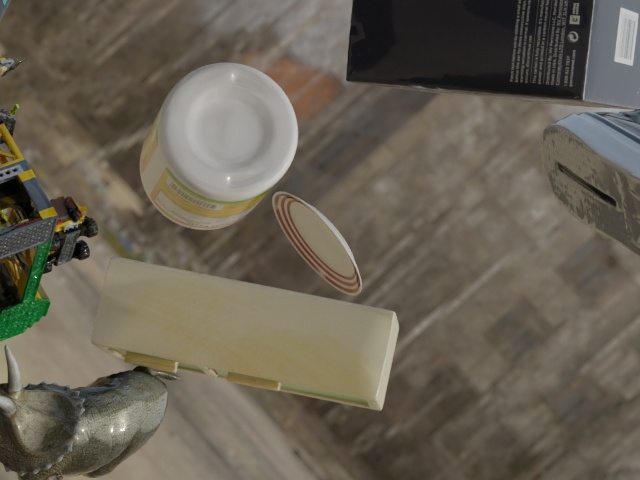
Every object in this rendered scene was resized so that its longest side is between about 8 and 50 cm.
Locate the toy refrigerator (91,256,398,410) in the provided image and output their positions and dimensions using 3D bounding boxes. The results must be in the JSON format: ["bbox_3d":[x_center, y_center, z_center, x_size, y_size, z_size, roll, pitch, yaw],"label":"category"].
[{"bbox_3d":[-0.068,0.092,1.625,0.270,0.094,0.102,11,-10,6],"label":"toy refrigerator"}]

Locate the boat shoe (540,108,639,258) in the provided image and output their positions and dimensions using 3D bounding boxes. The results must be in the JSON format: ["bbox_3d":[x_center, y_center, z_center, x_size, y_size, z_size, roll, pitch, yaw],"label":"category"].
[{"bbox_3d":[0.294,-0.029,1.302,0.335,0.119,0.121,48,-23,51],"label":"boat shoe"}]

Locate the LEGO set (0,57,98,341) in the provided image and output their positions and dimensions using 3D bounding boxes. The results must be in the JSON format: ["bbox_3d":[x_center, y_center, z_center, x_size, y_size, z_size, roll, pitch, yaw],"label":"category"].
[{"bbox_3d":[-0.361,-0.013,1.329,0.192,0.331,0.255,58,-22,19],"label":"LEGO set"}]

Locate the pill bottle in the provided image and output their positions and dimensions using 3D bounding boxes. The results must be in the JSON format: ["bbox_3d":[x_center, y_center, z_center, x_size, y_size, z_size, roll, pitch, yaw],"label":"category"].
[{"bbox_3d":[-0.112,-0.086,1.771,0.136,0.136,0.246,48,-16,-1],"label":"pill bottle"}]

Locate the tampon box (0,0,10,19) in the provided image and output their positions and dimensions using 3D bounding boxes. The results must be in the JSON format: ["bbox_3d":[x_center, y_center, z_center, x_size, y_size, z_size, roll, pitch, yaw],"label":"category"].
[{"bbox_3d":[-0.450,-0.316,2.052,0.101,0.120,0.161,5,-40,18],"label":"tampon box"}]

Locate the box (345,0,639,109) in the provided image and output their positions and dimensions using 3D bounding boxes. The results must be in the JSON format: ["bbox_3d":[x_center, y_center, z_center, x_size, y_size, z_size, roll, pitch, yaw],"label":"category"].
[{"bbox_3d":[0.244,-0.270,2.233,0.313,0.178,0.343,8,5,24],"label":"box"}]

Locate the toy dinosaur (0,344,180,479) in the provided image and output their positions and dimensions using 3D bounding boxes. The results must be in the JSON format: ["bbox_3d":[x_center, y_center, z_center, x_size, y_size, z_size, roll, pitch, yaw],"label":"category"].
[{"bbox_3d":[-0.204,0.165,1.513,0.314,0.160,0.121,-1,70,-50],"label":"toy dinosaur"}]

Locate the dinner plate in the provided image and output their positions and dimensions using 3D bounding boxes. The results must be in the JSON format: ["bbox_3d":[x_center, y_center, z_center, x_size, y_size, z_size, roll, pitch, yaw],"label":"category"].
[{"bbox_3d":[0.000,0.000,1.868,0.141,0.017,0.141,45,-17,18],"label":"dinner plate"}]
